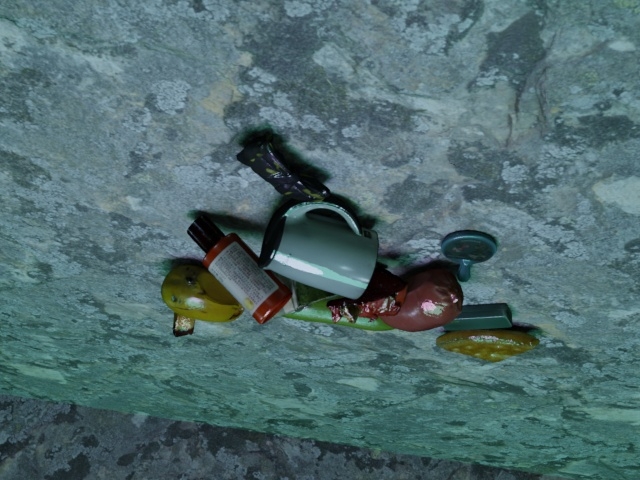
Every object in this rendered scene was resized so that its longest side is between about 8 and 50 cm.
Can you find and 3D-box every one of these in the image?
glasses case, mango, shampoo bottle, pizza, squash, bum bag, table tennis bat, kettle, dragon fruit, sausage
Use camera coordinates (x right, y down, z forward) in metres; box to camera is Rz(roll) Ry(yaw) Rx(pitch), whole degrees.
[{"bbox_3d":[0.408,0.203,2.248,0.184,0.040,0.078,-6,150,25],"label":"glasses case"},{"bbox_3d":[-0.301,0.149,2.234,0.167,0.130,0.262,-12,152,44],"label":"mango"},{"bbox_3d":[-0.192,0.057,1.930,0.278,0.104,0.104,46,152,8],"label":"shampoo bottle"},{"bbox_3d":[0.472,0.288,2.380,0.292,0.058,0.197,-5,152,26],"label":"pizza"},{"bbox_3d":[0.053,0.169,2.199,0.394,0.107,0.107,8,153,-9],"label":"squash"},{"bbox_3d":[-0.071,-0.133,1.694,0.106,0.060,0.232,-3,151,38],"label":"bum bag"},{"bbox_3d":[0.337,0.036,1.952,0.124,0.033,0.201,5,148,7],"label":"table tennis bat"},{"bbox_3d":[0.000,0.000,1.857,0.236,0.161,0.221,17,124,-14],"label":"kettle"},{"bbox_3d":[0.105,0.126,1.962,0.192,0.123,0.092,-13,171,-17],"label":"dragon fruit"},{"bbox_3d":[0.247,0.148,2.074,0.148,0.148,0.254,21,154,-25],"label":"sausage"}]

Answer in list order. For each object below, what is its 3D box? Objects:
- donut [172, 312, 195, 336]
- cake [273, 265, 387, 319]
[{"bbox_3d":[-0.379,0.207,2.361,0.059,0.141,0.140,3,154,-12],"label":"donut"},{"bbox_3d":[0.006,0.061,2.066,0.283,0.172,0.158,-16,174,-31],"label":"cake"}]
